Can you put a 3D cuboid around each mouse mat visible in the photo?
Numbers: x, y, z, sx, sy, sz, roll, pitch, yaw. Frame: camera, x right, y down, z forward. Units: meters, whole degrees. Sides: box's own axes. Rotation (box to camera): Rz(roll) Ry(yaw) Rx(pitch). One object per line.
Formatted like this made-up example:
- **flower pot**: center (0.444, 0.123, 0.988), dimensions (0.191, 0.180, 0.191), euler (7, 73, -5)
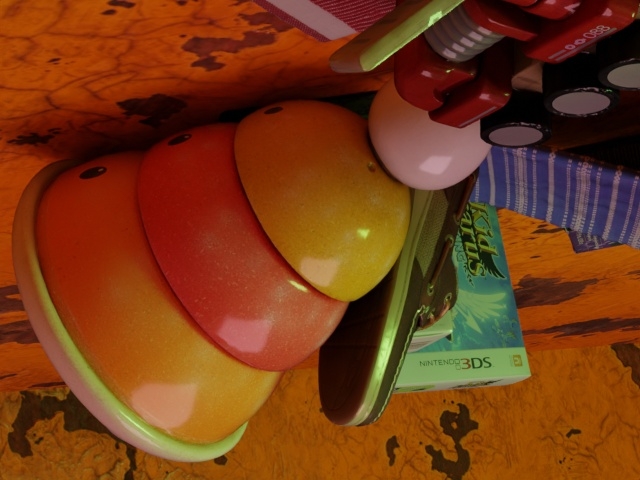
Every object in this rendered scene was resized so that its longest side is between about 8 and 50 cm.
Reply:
- **mouse mat**: center (-0.012, -0.123, 1.454), dimensions (0.189, 0.007, 0.152), euler (-7, 167, -4)

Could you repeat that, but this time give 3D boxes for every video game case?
- **video game case**: center (0.132, 0.053, 1.718), dimensions (0.244, 0.270, 0.061), euler (0, 163, -35)

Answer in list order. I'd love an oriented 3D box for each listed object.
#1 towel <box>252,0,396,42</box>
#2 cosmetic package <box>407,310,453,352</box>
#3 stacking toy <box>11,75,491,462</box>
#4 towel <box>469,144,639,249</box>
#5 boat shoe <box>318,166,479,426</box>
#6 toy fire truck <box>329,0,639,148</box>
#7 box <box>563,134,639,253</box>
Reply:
- **towel**: center (0.100, -0.228, 1.005), dimensions (0.329, 0.037, 0.237), euler (-13, 167, 23)
- **cosmetic package**: center (0.083, 0.009, 1.582), dimensions (0.085, 0.231, 0.117), euler (-4, 166, -18)
- **stacking toy**: center (-0.030, -0.026, 1.357), dimensions (0.480, 0.351, 0.350), euler (-31, 159, 20)
- **towel**: center (0.289, -0.049, 1.571), dimensions (0.336, 0.040, 0.243), euler (16, 168, 13)
- **boat shoe**: center (0.097, 0.045, 1.449), dimensions (0.123, 0.342, 0.123), euler (26, 154, -24)
- **toy fire truck**: center (0.107, -0.150, 0.982), dimensions (0.246, 0.159, 0.217), euler (12, 161, -28)
- **box**: center (0.411, -0.065, 1.751), dimensions (0.207, 0.108, 0.153), euler (-11, 166, 13)
